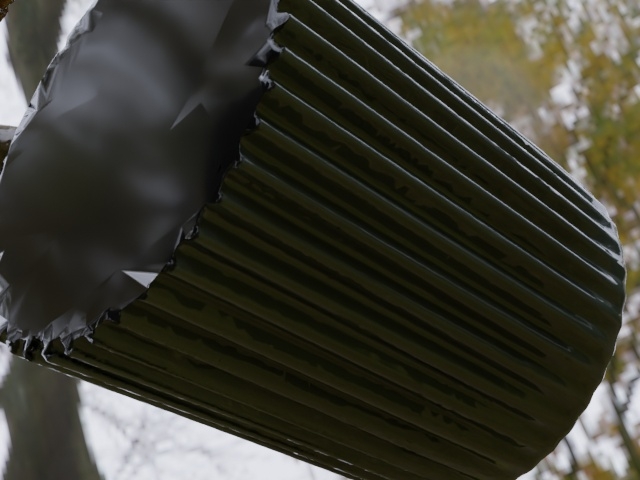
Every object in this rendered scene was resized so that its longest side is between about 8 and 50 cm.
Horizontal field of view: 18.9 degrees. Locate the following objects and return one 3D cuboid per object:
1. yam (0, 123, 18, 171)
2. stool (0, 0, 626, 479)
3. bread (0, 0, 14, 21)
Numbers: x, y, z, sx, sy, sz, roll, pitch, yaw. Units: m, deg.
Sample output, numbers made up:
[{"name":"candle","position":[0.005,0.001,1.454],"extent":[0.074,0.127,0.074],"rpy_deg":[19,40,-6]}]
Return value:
[{"name":"yam","position":[-0.231,-0.066,1.491],"extent":[0.327,0.045,0.045],"rpy_deg":[11,4,14]},{"name":"stool","position":[0.000,0.000,1.239],"extent":[0.330,0.297,0.297],"rpy_deg":[29,-58,-33]},{"name":"bread","position":[-0.212,-0.202,1.027],"extent":[0.171,0.192,0.314],"rpy_deg":[19,-58,-26]}]
